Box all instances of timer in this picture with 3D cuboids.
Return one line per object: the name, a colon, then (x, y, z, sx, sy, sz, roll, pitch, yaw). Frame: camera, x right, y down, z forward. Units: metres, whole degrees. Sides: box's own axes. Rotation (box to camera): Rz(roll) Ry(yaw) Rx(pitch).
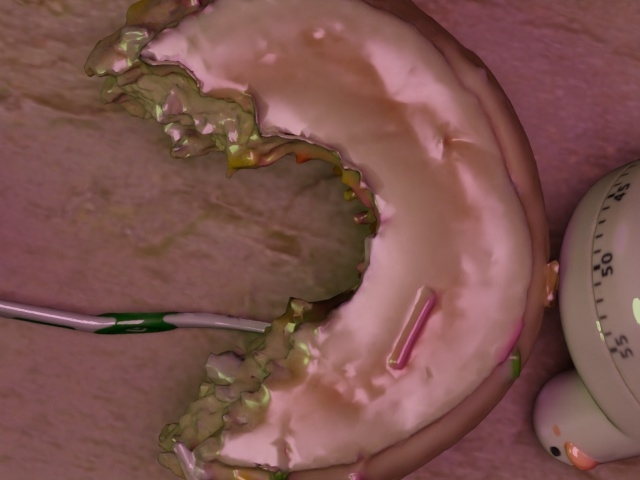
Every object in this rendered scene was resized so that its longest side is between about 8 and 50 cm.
timer: (0.264, 0.052, 1.438, 0.233, 0.240, 0.233, 13, 68, -33)

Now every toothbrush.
toothbrush: (-0.142, 0.057, 1.444, 0.304, 0.030, 0.030, 9, 89, -9)

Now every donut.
donut: (0.005, -0.009, 1.390, 0.307, 0.150, 0.371, -11, 87, -14)
